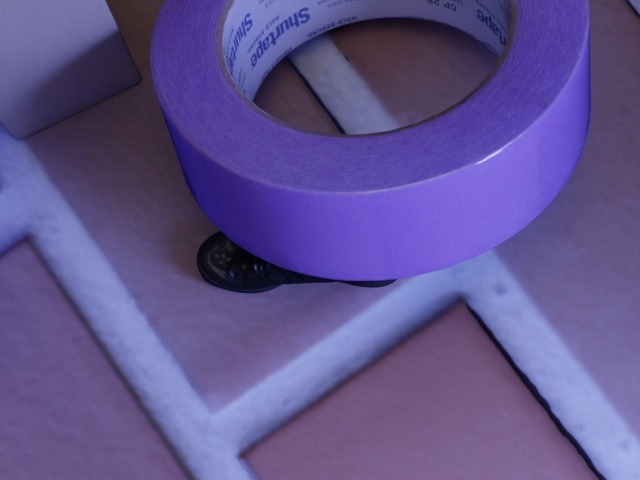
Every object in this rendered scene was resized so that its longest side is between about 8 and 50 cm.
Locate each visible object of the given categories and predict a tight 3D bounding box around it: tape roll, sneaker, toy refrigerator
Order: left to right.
[{"bbox_3d":[-0.198,-0.163,0.936,0.102,0.269,0.094,-27,76,-3],"label":"toy refrigerator"},{"bbox_3d":[0.000,0.003,0.978,0.170,0.089,0.051,0,76,2],"label":"sneaker"},{"bbox_3d":[0.034,-0.110,0.953,0.275,0.090,0.274,-6,52,7],"label":"tape roll"}]
